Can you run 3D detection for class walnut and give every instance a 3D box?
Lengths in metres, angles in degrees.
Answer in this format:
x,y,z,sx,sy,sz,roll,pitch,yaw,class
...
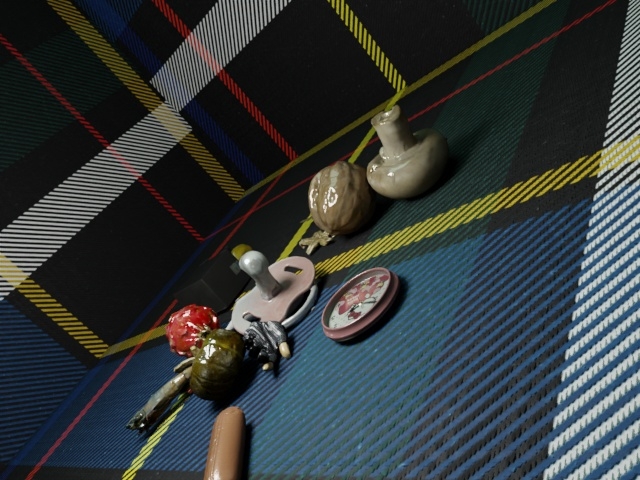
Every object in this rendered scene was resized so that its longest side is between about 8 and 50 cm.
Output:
x,y,z,sx,sy,sz,roll,pitch,yaw,class
0.076,-0.143,1.928,0.273,0.227,0.273,-27,55,47,walnut

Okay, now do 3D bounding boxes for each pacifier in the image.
x,y,z,sx,sy,sz,roll,pitch,yaw,class
-0.161,0.159,1.764,0.332,0.273,0.220,-49,2,-24,pacifier

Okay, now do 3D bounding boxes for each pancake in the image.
x,y,z,sx,sy,sz,roll,pitch,yaw,class
-0.448,0.430,1.913,0.140,0.022,0.139,-22,-20,-9,pancake

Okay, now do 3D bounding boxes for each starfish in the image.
x,y,z,sx,sy,sz,roll,pitch,yaw,class
-0.007,-0.007,2.094,0.150,0.053,0.210,-51,20,-13,starfish

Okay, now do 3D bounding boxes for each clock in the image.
x,y,z,sx,sy,sz,roll,pitch,yaw,class
0.105,0.165,1.421,0.244,0.056,0.244,-35,18,13,clock

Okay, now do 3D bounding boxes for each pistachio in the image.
x,y,z,sx,sy,sz,roll,pitch,yaw,class
-0.390,0.082,2.627,0.100,0.110,0.189,3,36,21,pistachio

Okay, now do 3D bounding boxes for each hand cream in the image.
x,y,z,sx,sy,sz,roll,pitch,yaw,class
-0.326,0.338,1.898,0.336,0.076,0.121,-49,-10,-27,hand cream

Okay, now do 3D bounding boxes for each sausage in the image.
x,y,z,sx,sy,sz,roll,pitch,yaw,class
-0.220,0.495,1.274,0.086,0.086,0.289,-39,16,10,sausage

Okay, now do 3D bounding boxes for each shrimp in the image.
x,y,z,sx,sy,sz,roll,pitch,yaw,class
-0.531,0.529,1.866,0.289,0.075,0.178,-52,-3,-6,shrimp

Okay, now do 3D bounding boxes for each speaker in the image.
x,y,z,sx,sy,sz,roll,pitch,yaw,class
-0.463,0.192,2.390,0.232,0.184,0.254,-28,19,38,speaker

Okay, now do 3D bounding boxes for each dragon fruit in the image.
x,y,z,sx,sy,sz,roll,pitch,yaw,class
-0.464,0.339,2.021,0.268,0.210,0.205,0,61,58,dragon fruit

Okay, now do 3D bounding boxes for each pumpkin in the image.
x,y,z,sx,sy,sz,roll,pitch,yaw,class
-0.314,0.360,1.618,0.219,0.162,0.219,-155,90,-86,pumpkin

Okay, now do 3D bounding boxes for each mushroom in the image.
x,y,z,sx,sy,sz,roll,pitch,yaw,class
0.259,-0.292,1.796,0.293,0.290,0.292,-31,22,14,mushroom

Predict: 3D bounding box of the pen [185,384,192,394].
x,y,z,sx,sy,sz,roll,pitch,yaw,class
-0.362,0.425,1.857,0.239,0.028,0.028,-45,17,-12,pen

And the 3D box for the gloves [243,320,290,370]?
x,y,z,sx,sy,sz,roll,pitch,yaw,class
-0.159,0.314,1.560,0.106,0.129,0.180,-59,17,31,gloves

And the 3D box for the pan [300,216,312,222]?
x,y,z,sx,sy,sz,roll,pitch,yaw,class
0.016,-0.116,2.315,0.202,0.048,0.128,-14,31,54,pan
